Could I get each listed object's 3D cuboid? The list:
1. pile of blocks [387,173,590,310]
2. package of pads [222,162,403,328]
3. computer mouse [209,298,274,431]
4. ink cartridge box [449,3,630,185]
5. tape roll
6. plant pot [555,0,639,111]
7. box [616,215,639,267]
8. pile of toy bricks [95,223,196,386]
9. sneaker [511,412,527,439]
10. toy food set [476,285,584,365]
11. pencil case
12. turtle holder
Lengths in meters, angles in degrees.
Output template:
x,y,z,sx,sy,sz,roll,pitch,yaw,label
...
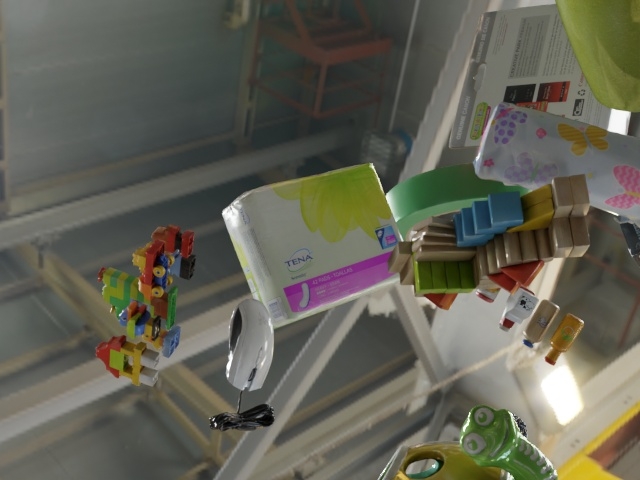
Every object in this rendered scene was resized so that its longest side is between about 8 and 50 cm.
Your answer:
x,y,z,sx,sy,sz,roll,pitch,yaw,label
0.222,0.024,1.285,0.149,0.362,0.112,10,-115,-32,pile of blocks
0.000,0.000,1.585,0.297,0.101,0.229,-18,-96,-36,package of pads
-0.102,0.179,1.340,0.106,0.193,0.042,11,171,-38,computer mouse
0.396,-0.258,1.630,0.272,0.130,0.309,3,-117,31,ink cartridge box
0.283,-0.050,1.838,0.321,0.321,0.077,2,-113,-14,tape roll
0.451,-0.341,1.318,0.275,0.293,0.274,-9,-145,6,plant pot
0.585,-0.011,1.673,0.059,0.233,0.183,-24,-125,21,box
-0.231,0.067,1.161,0.105,0.212,0.118,19,-144,9,pile of toy bricks
0.346,0.424,1.752,0.080,0.081,0.211,27,-143,-1,sneaker
0.381,0.145,1.810,0.232,0.104,0.111,26,-172,-17,toy food set
0.354,-0.105,1.294,0.273,0.124,0.113,19,-124,13,pencil case
0.175,0.374,1.212,0.227,0.320,0.243,32,-116,9,turtle holder
